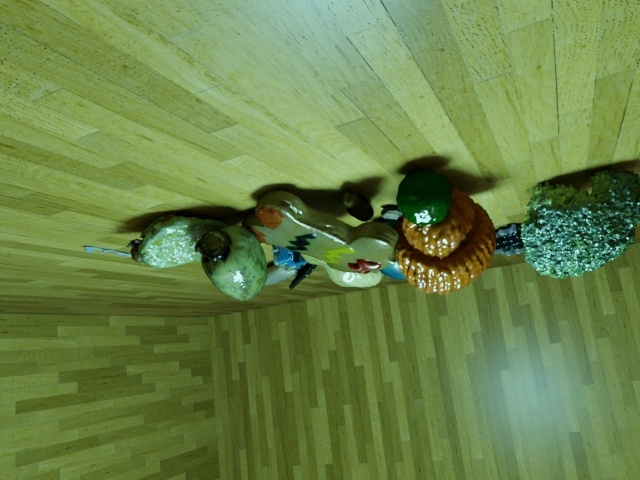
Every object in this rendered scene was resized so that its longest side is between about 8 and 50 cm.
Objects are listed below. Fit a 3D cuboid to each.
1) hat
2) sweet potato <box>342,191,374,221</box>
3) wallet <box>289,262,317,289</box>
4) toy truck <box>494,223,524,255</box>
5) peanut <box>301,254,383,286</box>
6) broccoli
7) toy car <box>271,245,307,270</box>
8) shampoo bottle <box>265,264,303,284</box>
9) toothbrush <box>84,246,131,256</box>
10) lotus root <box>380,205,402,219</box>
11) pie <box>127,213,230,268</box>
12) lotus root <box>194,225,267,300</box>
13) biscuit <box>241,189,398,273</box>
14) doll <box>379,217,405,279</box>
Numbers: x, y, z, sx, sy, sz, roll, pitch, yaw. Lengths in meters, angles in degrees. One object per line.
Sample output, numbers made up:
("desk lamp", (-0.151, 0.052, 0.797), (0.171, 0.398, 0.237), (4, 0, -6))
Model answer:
("hat", (0.291, -0.062, 1.381), (0.285, 0.285, 0.400), (-12, 135, 21))
("sweet potato", (0.098, -0.089, 1.401), (0.067, 0.067, 0.274), (-11, 170, 17))
("wallet", (-0.053, 0.116, 2.159), (0.146, 0.030, 0.285), (-50, -177, -22))
("toy truck", (0.737, 0.002, 2.099), (0.124, 0.114, 0.253), (-11, 174, -41))
("peanut", (0.069, 0.071, 1.764), (0.319, 0.147, 0.147), (25, 155, -22))
("broccoli", (0.720, -0.077, 1.512), (0.249, 0.302, 0.375), (24, 124, -28))
("toy car", (-0.098, 0.041, 1.812), (0.100, 0.097, 0.191), (-11, 167, 15))
("shampoo bottle", (-0.157, 0.127, 2.215), (0.127, 0.078, 0.257), (-7, 167, -39))
("toothbrush", (-0.657, 0.037, 1.657), (0.013, 0.019, 0.193), (-13, 168, 21))
("lotus root", (0.207, -0.085, 1.567), (0.083, 0.030, 0.037), (3, 133, -50))
("pie", (-0.363, -0.002, 1.456), (0.274, 0.105, 0.257), (2, 154, -42))
("lotus root", (-0.224, 0.068, 1.448), (0.173, 0.173, 0.309), (-9, 155, 7))
("biscuit", (0.000, 0.000, 1.395), (0.394, 0.076, 0.368), (22, 161, -13))
("doll", (0.286, 0.025, 1.719), (0.322, 0.198, 0.186), (0, 161, -32))
